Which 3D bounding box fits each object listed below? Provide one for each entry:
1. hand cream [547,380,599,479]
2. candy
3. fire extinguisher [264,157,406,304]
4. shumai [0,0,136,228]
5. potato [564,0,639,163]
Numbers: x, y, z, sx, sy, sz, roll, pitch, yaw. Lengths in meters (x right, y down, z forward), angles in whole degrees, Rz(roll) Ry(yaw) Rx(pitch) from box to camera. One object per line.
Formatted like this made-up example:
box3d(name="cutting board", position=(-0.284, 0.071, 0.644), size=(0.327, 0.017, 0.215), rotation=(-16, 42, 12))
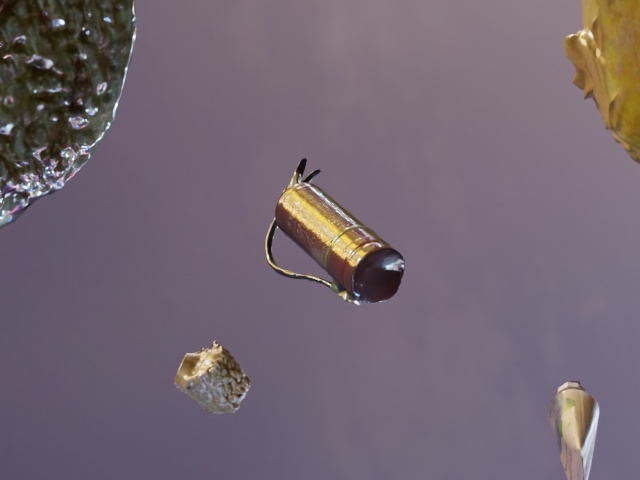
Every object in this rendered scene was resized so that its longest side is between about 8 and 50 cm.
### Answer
box3d(name="hand cream", position=(0.257, 0.199, 1.455), size=(0.142, 0.053, 0.084), rotation=(-79, -15, -54))
box3d(name="candy", position=(-0.172, 0.222, 2.291), size=(0.110, 0.095, 0.085), rotation=(54, -141, -28))
box3d(name="fire extinguisher", position=(0.000, 0.000, 1.019), size=(0.045, 0.078, 0.157), rotation=(36, -176, -37))
box3d(name="shumai", position=(-0.423, -0.230, 1.560), size=(0.395, 0.395, 0.348), rotation=(25, -169, -47))
box3d(name="potato", position=(0.351, -0.128, 1.082), size=(0.246, 0.300, 0.196), rotation=(-27, -66, -40))
